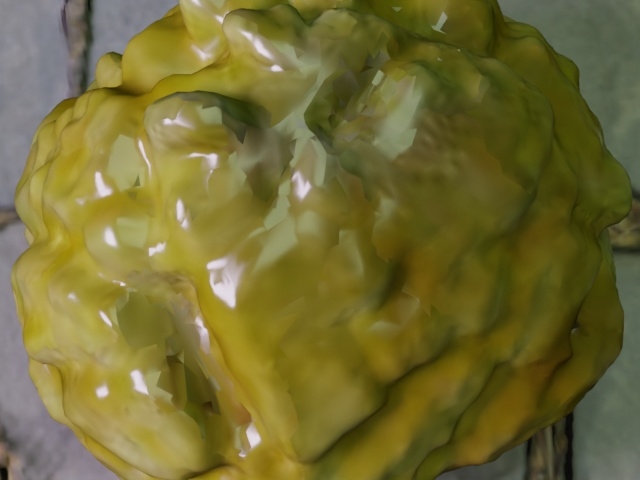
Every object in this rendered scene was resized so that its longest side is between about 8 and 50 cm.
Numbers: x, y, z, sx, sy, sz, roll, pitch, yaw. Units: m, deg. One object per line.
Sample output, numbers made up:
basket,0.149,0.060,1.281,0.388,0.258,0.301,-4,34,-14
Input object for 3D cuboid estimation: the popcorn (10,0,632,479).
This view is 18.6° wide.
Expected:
popcorn,-0.007,-0.003,0.778,0.249,0.225,0.249,-3,97,-28
